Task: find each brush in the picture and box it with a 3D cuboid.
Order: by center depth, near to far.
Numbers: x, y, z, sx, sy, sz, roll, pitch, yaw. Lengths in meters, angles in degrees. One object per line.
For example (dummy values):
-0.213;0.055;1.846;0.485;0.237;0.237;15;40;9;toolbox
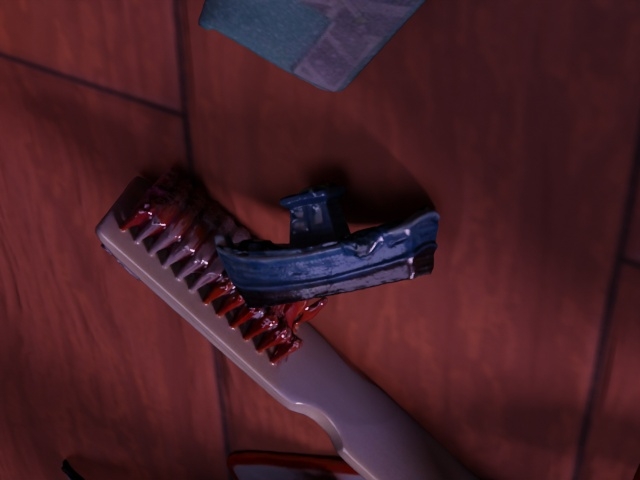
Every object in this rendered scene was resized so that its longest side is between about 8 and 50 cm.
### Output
0.005;0.077;0.917;0.321;0.060;0.050;43;132;-11;brush

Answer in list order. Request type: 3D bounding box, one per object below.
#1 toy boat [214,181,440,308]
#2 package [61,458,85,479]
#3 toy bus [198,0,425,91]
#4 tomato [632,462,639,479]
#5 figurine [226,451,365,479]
0.000;0.000;0.836;0.137;0.060;0.061;-13;90;34;toy boat
-0.128;0.271;1.173;0.232;0.040;0.166;31;152;53;package
0.035;-0.164;0.609;0.109;0.091;0.262;31;145;-13;toy bus
0.252;0.158;0.656;0.256;0.256;0.224;29;119;8;tomato
-0.025;0.289;1.031;0.160;0.226;0.183;-2;130;40;figurine
